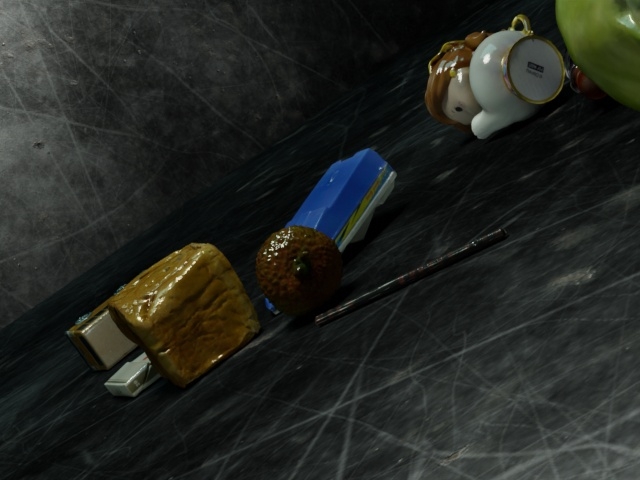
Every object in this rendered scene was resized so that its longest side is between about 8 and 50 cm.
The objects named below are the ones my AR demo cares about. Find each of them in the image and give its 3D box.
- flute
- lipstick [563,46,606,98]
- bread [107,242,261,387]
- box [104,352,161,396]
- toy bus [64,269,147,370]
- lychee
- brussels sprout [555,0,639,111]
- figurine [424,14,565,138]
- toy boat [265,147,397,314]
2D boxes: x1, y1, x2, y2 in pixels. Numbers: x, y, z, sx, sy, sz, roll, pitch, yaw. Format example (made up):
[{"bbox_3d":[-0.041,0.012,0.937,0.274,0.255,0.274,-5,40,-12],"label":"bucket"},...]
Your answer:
[{"bbox_3d":[0.099,0.043,1.532,0.269,0.014,0.014,-28,11,30],"label":"flute"},{"bbox_3d":[0.377,-0.245,1.848,0.081,0.081,0.299,-30,8,16],"label":"lipstick"},{"bbox_3d":[-0.180,0.098,1.778,0.158,0.143,0.149,-41,12,-20],"label":"bread"},{"bbox_3d":[-0.213,0.156,1.920,0.198,0.029,0.109,-36,10,-23],"label":"box"},{"bbox_3d":[-0.318,0.128,2.204,0.182,0.091,0.103,-40,14,-25],"label":"toy bus"},{"bbox_3d":[-0.027,0.039,1.675,0.114,0.114,0.146,-35,-7,-11],"label":"lychee"},{"bbox_3d":[0.400,-0.276,1.397,0.344,0.268,0.344,-25,15,7],"label":"brussels sprout"},{"bbox_3d":[0.256,-0.244,2.034,0.263,0.142,0.189,-3,66,66],"label":"figurine"},{"bbox_3d":[0.000,0.000,1.879,0.129,0.088,0.295,-22,26,47],"label":"toy boat"}]
